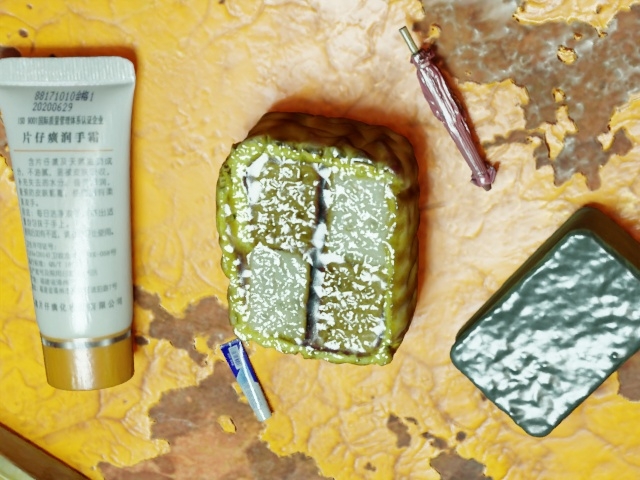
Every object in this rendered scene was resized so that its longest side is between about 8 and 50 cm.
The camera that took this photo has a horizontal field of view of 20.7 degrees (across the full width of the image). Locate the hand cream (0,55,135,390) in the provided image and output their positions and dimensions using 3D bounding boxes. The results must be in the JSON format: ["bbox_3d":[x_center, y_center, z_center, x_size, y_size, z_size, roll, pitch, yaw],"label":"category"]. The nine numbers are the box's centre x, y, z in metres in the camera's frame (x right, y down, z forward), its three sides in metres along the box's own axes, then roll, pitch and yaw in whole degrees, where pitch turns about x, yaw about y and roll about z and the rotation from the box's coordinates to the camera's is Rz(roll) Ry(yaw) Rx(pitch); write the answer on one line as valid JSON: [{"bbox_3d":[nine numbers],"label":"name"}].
[{"bbox_3d":[-0.235,-0.018,1.640,0.139,0.089,0.314,3,108,14],"label":"hand cream"}]

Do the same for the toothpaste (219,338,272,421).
[{"bbox_3d":[-0.070,0.135,1.691,0.024,0.015,0.083,-24,97,24],"label":"toothpaste"}]

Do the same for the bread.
[{"bbox_3d":[0.000,0.000,1.571,0.181,0.096,0.222,6,114,14],"label":"bread"}]

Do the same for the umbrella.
[{"bbox_3d":[0.111,-0.115,1.533,0.027,0.025,0.165,-28,105,4],"label":"umbrella"}]

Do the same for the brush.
[{"bbox_3d":[0.215,0.076,1.558,0.123,0.059,0.197,42,116,-1],"label":"brush"}]

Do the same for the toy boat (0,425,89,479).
[{"bbox_3d":[-0.275,0.290,1.765,0.310,0.089,0.115,32,102,1],"label":"toy boat"}]
